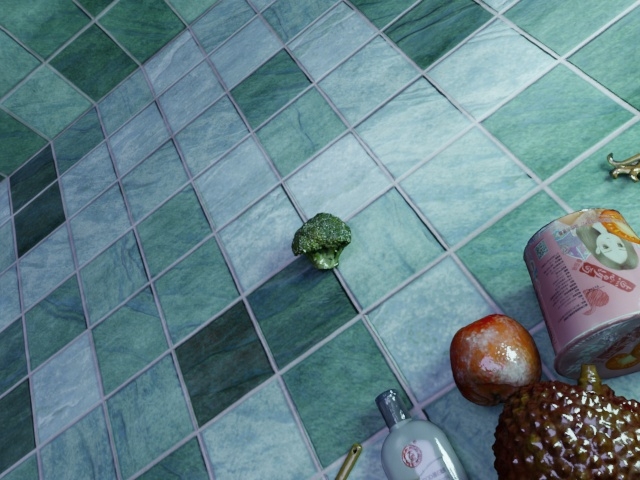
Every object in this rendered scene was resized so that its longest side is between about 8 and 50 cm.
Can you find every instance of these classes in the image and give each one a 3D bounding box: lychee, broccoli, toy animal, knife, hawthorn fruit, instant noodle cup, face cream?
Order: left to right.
[{"bbox_3d":[0.000,0.000,1.309,0.162,0.146,0.138,-5,94,10],"label":"broccoli"},{"bbox_3d":[0.022,0.534,1.073,0.046,0.022,0.256,24,78,31],"label":"knife"},{"bbox_3d":[0.190,0.423,1.009,0.144,0.071,0.291,-32,53,10],"label":"face cream"},{"bbox_3d":[0.324,0.220,0.988,0.172,0.173,0.173,-13,59,22],"label":"hawthorn fruit"},{"bbox_3d":[0.405,0.344,0.811,0.275,0.275,0.305,5,82,30],"label":"lychee"},{"bbox_3d":[0.492,0.092,0.934,0.242,0.243,0.231,-22,49,17],"label":"instant noodle cup"},{"bbox_3d":[0.681,-0.117,1.045,0.099,0.057,0.241,-37,51,-1],"label":"toy animal"}]
